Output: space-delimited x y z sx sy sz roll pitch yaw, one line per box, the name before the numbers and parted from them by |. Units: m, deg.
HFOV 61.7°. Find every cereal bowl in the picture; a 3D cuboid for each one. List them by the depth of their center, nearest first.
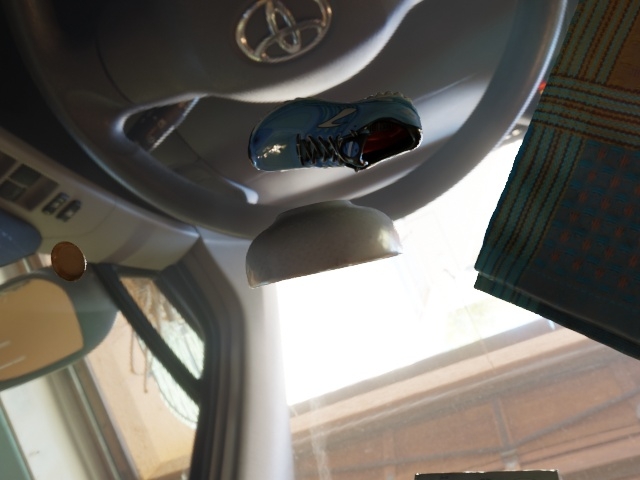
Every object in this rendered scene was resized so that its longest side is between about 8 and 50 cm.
cereal bowl | 0.000 0.000 1.135 0.339 0.141 0.339 -12 176 -1

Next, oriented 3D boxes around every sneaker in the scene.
sneaker | 0.015 -0.092 0.475 0.162 0.063 0.073 -13 -147 -2

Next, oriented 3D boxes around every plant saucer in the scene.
plant saucer | -0.504 0.041 1.080 0.083 0.083 0.015 -23 -176 20

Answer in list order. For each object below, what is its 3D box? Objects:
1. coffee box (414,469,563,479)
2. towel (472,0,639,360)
coffee box | 0.410 0.743 1.181 0.338 0.337 0.334 -16 -146 28
towel | 0.271 -0.087 0.315 0.271 0.370 0.040 25 -168 35
